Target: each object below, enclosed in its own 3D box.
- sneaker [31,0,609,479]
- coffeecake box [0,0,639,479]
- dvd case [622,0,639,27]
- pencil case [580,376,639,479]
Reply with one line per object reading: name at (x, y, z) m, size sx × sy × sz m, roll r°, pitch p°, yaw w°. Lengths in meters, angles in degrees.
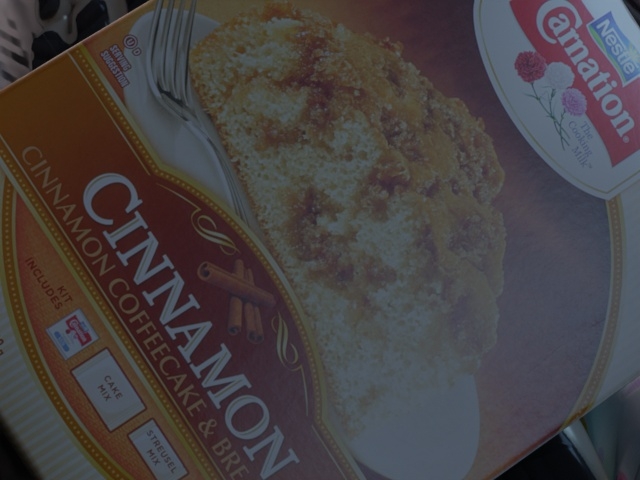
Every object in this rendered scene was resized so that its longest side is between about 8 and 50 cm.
sneaker at (0.001, 0.007, 0.551) m, size 0.275 × 0.107 × 0.110 m, roll 62°, pitch 11°, yaw -3°
coffeecake box at (0.000, 0.000, 0.446) m, size 0.142 × 0.185 × 0.068 m, roll 57°, pitch -13°, yaw -1°
dvd case at (0.019, -0.113, 0.603) m, size 0.164 × 0.018 × 0.221 m, roll 38°, pitch -6°, yaw -30°
pencil case at (0.148, 0.051, 0.602) m, size 0.273 × 0.124 × 0.114 m, roll -94°, pitch 179°, yaw -73°
